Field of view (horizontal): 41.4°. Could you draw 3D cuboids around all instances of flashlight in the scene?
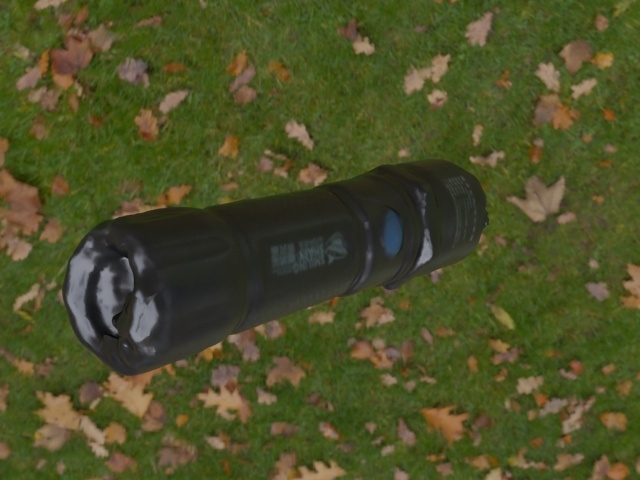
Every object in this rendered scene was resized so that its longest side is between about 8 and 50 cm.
[{"bbox_3d":[0.000,0.000,0.610,0.103,0.424,0.103,6,101,33],"label":"flashlight"}]
